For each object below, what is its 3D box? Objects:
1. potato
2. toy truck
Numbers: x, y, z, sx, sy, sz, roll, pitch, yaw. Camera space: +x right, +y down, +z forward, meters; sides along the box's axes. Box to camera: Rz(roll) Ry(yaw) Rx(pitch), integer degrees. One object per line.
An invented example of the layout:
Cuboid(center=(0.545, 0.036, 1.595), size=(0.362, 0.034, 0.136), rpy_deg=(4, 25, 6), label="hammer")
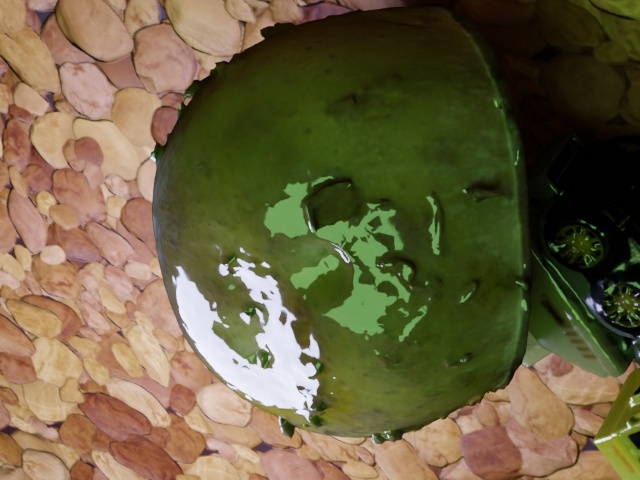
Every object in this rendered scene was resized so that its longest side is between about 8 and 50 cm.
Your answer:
Cuboid(center=(0.000, 0.000, 1.948), size=(0.385, 0.319, 0.442), rpy_deg=(-125, 28, -60), label="potato")
Cuboid(center=(0.319, 0.090, 2.026), size=(0.254, 0.180, 0.405), rpy_deg=(-29, 105, 43), label="toy truck")
